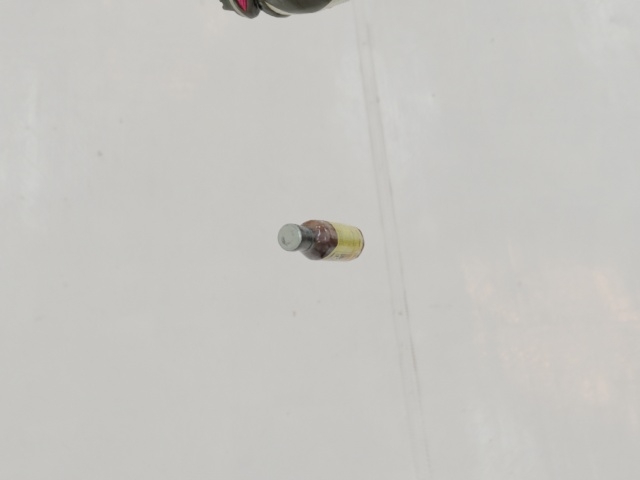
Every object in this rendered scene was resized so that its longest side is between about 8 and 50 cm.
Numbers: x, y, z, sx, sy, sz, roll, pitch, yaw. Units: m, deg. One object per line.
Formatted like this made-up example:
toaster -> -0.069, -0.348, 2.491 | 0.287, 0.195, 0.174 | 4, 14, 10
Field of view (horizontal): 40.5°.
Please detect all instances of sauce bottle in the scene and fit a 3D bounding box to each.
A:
sauce bottle -> 0.000, 0.000, 0.848 | 0.042, 0.128, 0.042 | -2, 87, 30

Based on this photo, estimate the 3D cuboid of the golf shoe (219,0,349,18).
golf shoe -> -0.039, -0.316, 0.710 | 0.120, 0.272, 0.105 | 7, 44, 23
